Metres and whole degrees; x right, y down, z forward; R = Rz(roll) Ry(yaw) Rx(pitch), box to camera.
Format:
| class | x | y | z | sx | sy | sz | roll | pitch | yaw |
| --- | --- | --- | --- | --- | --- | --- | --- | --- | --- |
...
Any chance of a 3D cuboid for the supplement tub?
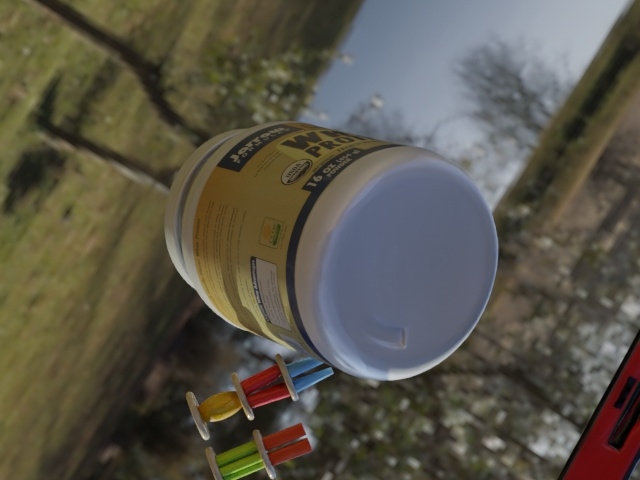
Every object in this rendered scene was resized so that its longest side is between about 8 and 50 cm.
| class | x | y | z | sx | sy | sz | roll | pitch | yaw |
| --- | --- | --- | --- | --- | --- | --- | --- | --- | --- |
| supplement tub | 0.000 | 0.000 | 1.689 | 0.316 | 0.228 | 0.228 | 17 | -110 | 54 |

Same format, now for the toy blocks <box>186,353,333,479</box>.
| class | x | y | z | sx | sy | sz | roll | pitch | yaw |
| --- | --- | --- | --- | --- | --- | --- | --- | --- | --- |
| toy blocks | -0.048 | 0.177 | 1.677 | 0.148 | 0.123 | 0.054 | -23 | 145 | -2 |

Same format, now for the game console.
| class | x | y | z | sx | sy | sz | roll | pitch | yaw |
| --- | --- | --- | --- | --- | --- | --- | --- | --- | --- |
| game console | 0.291 | 0.200 | 1.645 | 0.386 | 0.060 | 0.342 | -61 | 167 | 3 |
